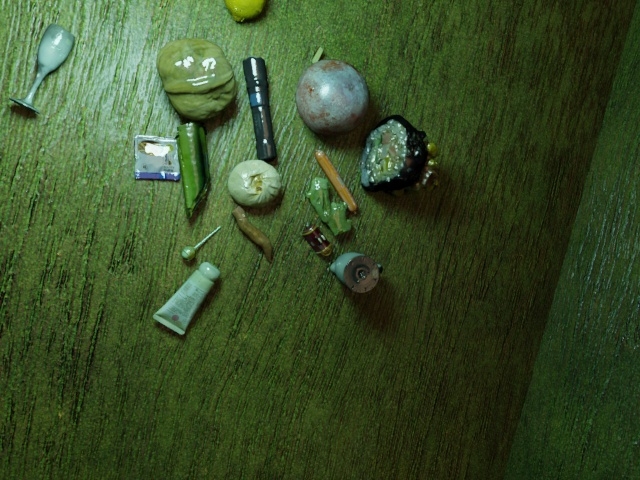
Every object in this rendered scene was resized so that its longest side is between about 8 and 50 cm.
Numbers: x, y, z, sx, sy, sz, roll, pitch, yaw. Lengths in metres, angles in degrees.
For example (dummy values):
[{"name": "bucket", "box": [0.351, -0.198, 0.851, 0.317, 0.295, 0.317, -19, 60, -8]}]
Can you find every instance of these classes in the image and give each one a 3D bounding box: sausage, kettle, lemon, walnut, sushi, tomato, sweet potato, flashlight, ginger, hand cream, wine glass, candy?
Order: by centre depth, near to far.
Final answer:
[{"name": "wine glass", "box": [-0.907, -0.579, 1.548, 0.264, 0.096, 0.310, 24, 85, 0]}, {"name": "walnut", "box": [-0.462, -0.614, 1.648, 0.276, 0.282, 0.253, -26, 62, -21]}, {"name": "lemon", "box": [-0.299, -0.975, 1.724, 0.173, 0.173, 0.206, 12, 113, -20]}, {"name": "hand cream", "box": [-0.531, 0.230, 1.782, 0.147, 0.093, 0.306, 39, 83, -24]}, {"name": "candy", "box": [-0.491, 0.008, 1.806, 0.202, 0.061, 0.061, -43, 107, -20]}, {"name": "flashlight", "box": [-0.247, -0.541, 1.816, 0.103, 0.103, 0.424, -11, 99, -19]}, {"name": "tomato", "box": [0.049, -0.598, 1.831, 0.316, 0.282, 0.317, 2, 85, -29]}, {"name": "sweet potato", "box": [-0.278, -0.023, 1.867, 0.067, 0.059, 0.281, -41, 105, -3]}, {"name": "kettle", "box": [0.175, 0.133, 1.946, 0.221, 0.236, 0.161, -5, 94, -13]}, {"name": "sushi", "box": [0.370, -0.363, 1.952, 0.285, 0.328, 0.329, 5, 76, -32]}, {"name": "ginger", "box": [0.043, -0.151, 1.961, 0.137, 0.089, 0.290, -40, 102, 6]}, {"name": "sausage", "box": [0.075, -0.267, 1.976, 0.053, 0.053, 0.348, -37, 105, -13]}]

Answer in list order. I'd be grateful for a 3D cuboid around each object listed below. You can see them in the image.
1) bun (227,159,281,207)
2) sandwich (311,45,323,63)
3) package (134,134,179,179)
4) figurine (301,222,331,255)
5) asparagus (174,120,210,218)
[{"name": "bun", "box": [-0.273, -0.232, 1.803, 0.222, 0.127, 0.222, -2, 106, -8]}, {"name": "sandwich", "box": [-0.011, -0.816, 1.910, 0.031, 0.044, 0.083, 28, 128, -15]}, {"name": "package", "box": [-0.647, -0.330, 1.726, 0.171, 0.027, 0.173, -1, 90, -19]}, {"name": "figurine", "box": [0.000, 0.001, 1.950, 0.082, 0.098, 0.154, -42, 104, -16]}, {"name": "asparagus", "box": [-0.502, -0.281, 1.742, 0.128, 0.108, 0.382, -12, 101, -44]}]
